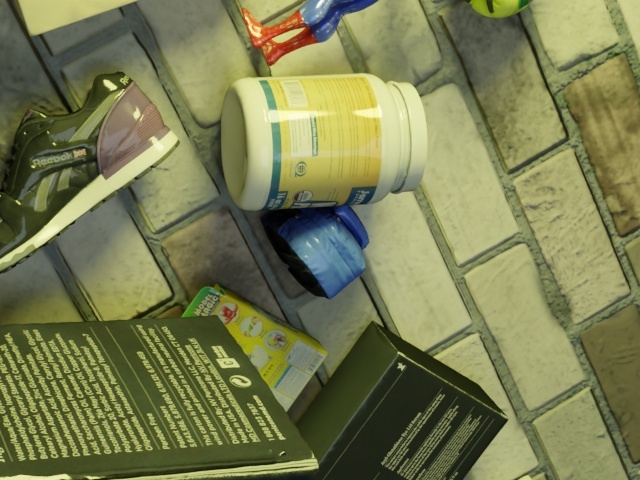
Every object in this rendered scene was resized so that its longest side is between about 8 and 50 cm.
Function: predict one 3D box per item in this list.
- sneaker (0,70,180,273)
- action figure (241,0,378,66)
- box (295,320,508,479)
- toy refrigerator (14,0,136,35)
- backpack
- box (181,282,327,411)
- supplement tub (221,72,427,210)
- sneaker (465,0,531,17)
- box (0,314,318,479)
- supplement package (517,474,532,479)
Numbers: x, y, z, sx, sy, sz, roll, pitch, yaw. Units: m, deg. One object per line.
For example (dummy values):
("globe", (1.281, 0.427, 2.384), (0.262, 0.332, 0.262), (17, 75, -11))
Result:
("sneaker", (-0.298, -0.071, 1.753), (0.283, 0.107, 0.124), (-37, 103, -6))
("action figure", (0.046, -0.305, 1.760), (0.280, 0.091, 0.139), (-21, 74, 8))
("box", (0.068, 0.256, 1.989), (0.184, 0.103, 0.261), (32, 98, -29))
("toy refrigerator", (-0.191, -0.310, 1.685), (0.269, 0.094, 0.102), (-21, 123, -9))
("backpack", (0.000, 0.000, 1.854), (0.101, 0.120, 0.098), (-40, 117, 0))
("box", (-0.093, 0.126, 1.917), (0.179, 0.043, 0.105), (32, 98, -29))
("supplement tub", (0.002, -0.108, 1.798), (0.199, 0.144, 0.144), (-4, 112, -17))
("sneaker", (0.201, -0.393, 1.791), (0.123, 0.109, 0.296), (-19, 116, -36))
("box", (-0.311, 0.355, 1.726), (0.471, 0.297, 0.480), (-1, 121, -29))
("supplement package", (0.267, 0.412, 2.115), (0.105, 0.105, 0.179), (-28, 116, -6))
